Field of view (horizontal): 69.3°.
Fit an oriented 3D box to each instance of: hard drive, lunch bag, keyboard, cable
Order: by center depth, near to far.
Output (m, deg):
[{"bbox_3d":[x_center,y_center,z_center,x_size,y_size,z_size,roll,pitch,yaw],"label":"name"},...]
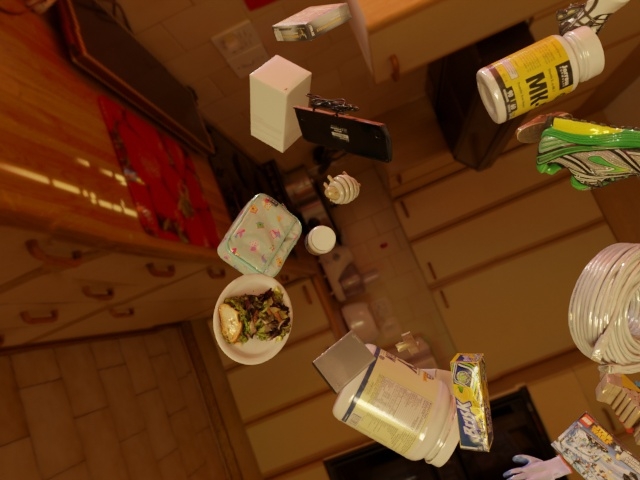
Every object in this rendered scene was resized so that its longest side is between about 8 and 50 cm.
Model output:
[{"bbox_3d":[0.040,-0.195,0.771,0.192,0.038,0.100,22,-33,33],"label":"keyboard"},{"bbox_3d":[0.607,0.132,0.906,0.089,0.257,0.257,15,-88,66],"label":"cable"},{"bbox_3d":[0.059,0.297,1.143,0.094,0.135,0.022,50,-27,12],"label":"hard drive"},{"bbox_3d":[-0.195,-0.010,1.584,0.224,0.108,0.279,38,60,-15],"label":"lunch bag"}]

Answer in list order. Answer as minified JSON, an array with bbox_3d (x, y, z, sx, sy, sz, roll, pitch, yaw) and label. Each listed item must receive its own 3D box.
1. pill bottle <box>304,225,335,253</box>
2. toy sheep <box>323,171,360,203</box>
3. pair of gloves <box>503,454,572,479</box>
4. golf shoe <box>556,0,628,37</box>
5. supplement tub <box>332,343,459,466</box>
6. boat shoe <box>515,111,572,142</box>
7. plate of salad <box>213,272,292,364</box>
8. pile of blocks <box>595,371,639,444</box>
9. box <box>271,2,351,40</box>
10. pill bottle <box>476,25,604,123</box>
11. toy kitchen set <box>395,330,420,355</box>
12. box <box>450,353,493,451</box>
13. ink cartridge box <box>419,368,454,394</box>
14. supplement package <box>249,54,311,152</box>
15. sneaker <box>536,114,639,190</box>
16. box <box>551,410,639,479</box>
[{"bbox_3d":[0.000,0.000,1.300,0.137,0.078,0.078,146,-79,-80],"label":"pill bottle"},{"bbox_3d":[0.065,-0.147,1.312,0.091,0.132,0.091,31,-48,42],"label":"toy sheep"},{"bbox_3d":[0.522,0.581,1.065,0.198,0.159,0.023,-108,174,-52],"label":"pair of gloves"},{"bbox_3d":[0.596,-0.480,1.002,0.198,0.077,0.094,-129,-146,-79],"label":"golf shoe"},{"bbox_3d":[0.222,0.467,1.320,0.324,0.236,0.235,26,2,8],"label":"supplement tub"},{"bbox_3d":[0.669,-0.346,1.406,0.060,0.177,0.064,-116,-172,-52],"label":"boat shoe"},{"bbox_3d":[-0.138,0.171,1.017,0.048,0.199,0.200,-8,-69,52],"label":"plate of salad"},{"bbox_3d":[0.927,0.516,1.300,0.362,0.148,0.113,-113,-158,-50],"label":"pile of blocks"},{"bbox_3d":[-0.035,-0.749,1.595,0.231,0.183,0.056,30,-31,49],"label":"box"},{"bbox_3d":[0.433,-0.330,0.924,0.119,0.208,0.119,60,15,-27],"label":"pill bottle"},{"bbox_3d":[0.318,0.377,1.712,0.083,0.068,0.075,63,15,-3],"label":"toy kitchen set"},{"bbox_3d":[0.289,0.306,0.882,0.059,0.054,0.169,-10,92,-60],"label":"box"},{"bbox_3d":[0.379,0.532,1.642,0.223,0.307,0.129,18,68,-26],"label":"ink cartridge box"},{"bbox_3d":[-0.097,-0.323,1.108,0.105,0.105,0.179,33,-32,13],"label":"supplement package"},{"bbox_3d":[0.631,-0.165,0.984,0.343,0.134,0.146,30,-68,49],"label":"sneaker"},{"bbox_3d":[0.507,0.395,0.837,0.027,0.094,0.137,40,6,-44],"label":"box"}]
